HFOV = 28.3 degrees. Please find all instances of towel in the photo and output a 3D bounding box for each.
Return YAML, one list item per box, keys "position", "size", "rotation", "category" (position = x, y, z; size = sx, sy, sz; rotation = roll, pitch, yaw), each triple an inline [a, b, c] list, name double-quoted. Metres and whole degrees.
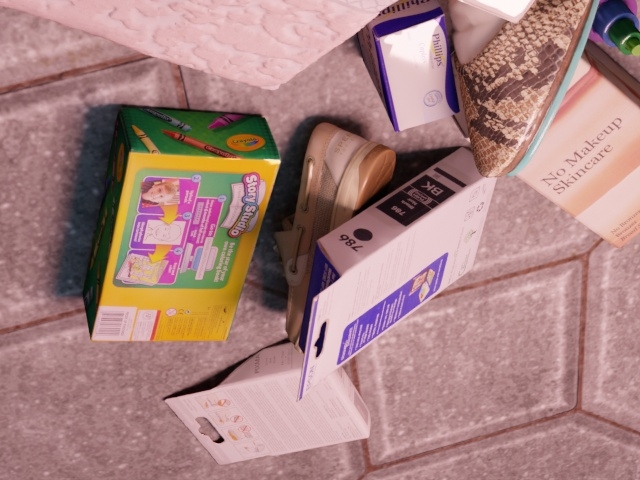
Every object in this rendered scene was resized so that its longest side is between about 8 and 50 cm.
- position: [-0.108, -0.241, 1.143]
  size: [0.332, 0.053, 0.317]
  rotation: [16, 158, -29]
  category: "towel"

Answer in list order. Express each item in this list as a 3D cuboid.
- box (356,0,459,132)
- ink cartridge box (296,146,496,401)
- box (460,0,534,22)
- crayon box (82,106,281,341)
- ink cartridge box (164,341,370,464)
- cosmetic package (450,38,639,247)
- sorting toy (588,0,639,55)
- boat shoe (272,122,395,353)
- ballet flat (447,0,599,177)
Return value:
- position: [0.081, -0.204, 1.287]
  size: [0.072, 0.137, 0.126]
  rotation: [-18, 134, -2]
  category: "box"
- position: [0.070, 0.032, 1.435]
  size: [0.333, 0.065, 0.165]
  rotation: [-33, 147, -40]
  category: "ink cartridge box"
- position: [0.089, -0.327, 1.056]
  size: [0.148, 0.311, 0.121]
  rotation: [17, 122, -30]
  category: "box"
- position: [-0.160, -0.010, 1.417]
  size: [0.165, 0.081, 0.278]
  rotation: [2, 130, -21]
  category: "crayon box"
- position: [-0.067, 0.218, 1.695]
  size: [0.225, 0.056, 0.181]
  rotation: [-12, 137, 18]
  category: "ink cartridge box"
- position: [0.285, -0.132, 1.432]
  size: [0.296, 0.129, 0.153]
  rotation: [29, 118, -36]
  category: "cosmetic package"
- position: [0.392, -0.335, 1.288]
  size: [0.127, 0.126, 0.365]
  rotation: [13, 124, -29]
  category: "sorting toy"
- position: [0.000, 0.000, 1.481]
  size: [0.109, 0.098, 0.302]
  rotation: [-42, 155, -48]
  category: "boat shoe"
- position: [0.222, -0.302, 1.205]
  size: [0.182, 0.164, 0.482]
  rotation: [28, 99, -15]
  category: "ballet flat"
